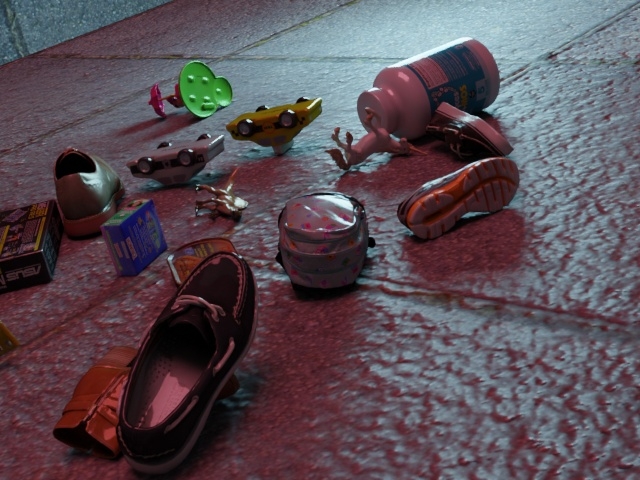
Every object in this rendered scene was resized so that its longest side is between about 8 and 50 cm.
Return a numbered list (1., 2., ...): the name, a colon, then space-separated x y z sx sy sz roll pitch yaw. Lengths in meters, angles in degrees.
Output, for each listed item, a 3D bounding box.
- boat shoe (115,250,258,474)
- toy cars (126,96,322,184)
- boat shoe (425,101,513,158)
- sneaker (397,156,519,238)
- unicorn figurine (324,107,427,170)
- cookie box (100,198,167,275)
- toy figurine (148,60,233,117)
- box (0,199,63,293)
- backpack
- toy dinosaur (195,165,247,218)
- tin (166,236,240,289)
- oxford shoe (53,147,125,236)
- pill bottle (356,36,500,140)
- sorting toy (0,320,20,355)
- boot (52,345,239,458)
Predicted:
1. boat shoe: -0.147 0.121 1.377 0.114 0.091 0.302 10 53 9
2. toy cars: -0.176 -0.180 2.312 0.394 0.087 0.176 -22 18 -13
3. boat shoe: 0.256 -0.176 2.076 0.070 0.078 0.219 -51 30 0
4. sneaker: 0.209 -0.074 1.823 0.215 0.084 0.083 -23 18 -21
5. unicorn figurine: 0.093 -0.177 2.140 0.162 0.111 0.060 -24 37 10
6. cookie box: -0.301 -0.006 1.932 0.040 0.092 0.107 -5 22 26
7. toy figurine: -0.318 -0.336 2.766 0.159 0.130 0.173 -7 -2 40
8. box: -0.565 0.021 2.063 0.216 0.060 0.270 -14 22 -3
9. backpack: 0.000 0.000 1.714 0.152 0.115 0.182 -9 24 4
10. toy dinosaur: -0.175 -0.071 2.102 0.093 0.053 0.183 1 28 -7
11. tin: -0.172 0.044 1.811 0.106 0.040 0.189 -20 22 -7
12. oxford shoe: -0.441 -0.123 2.249 0.123 0.130 0.348 -16 22 -8
13. pill bottle: 0.199 -0.278 2.246 0.264 0.146 0.146 -25 24 -27
14. sorting toy: -0.557 0.129 1.694 0.274 0.132 0.046 -1 32 27
15. boot: -0.208 0.199 1.419 0.197 0.073 0.152 2 35 24
